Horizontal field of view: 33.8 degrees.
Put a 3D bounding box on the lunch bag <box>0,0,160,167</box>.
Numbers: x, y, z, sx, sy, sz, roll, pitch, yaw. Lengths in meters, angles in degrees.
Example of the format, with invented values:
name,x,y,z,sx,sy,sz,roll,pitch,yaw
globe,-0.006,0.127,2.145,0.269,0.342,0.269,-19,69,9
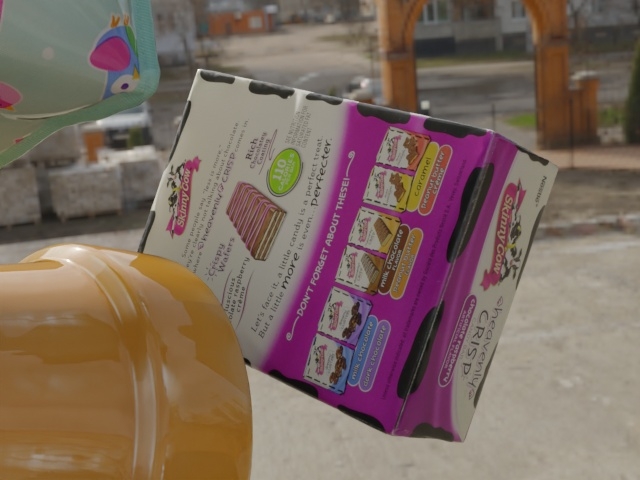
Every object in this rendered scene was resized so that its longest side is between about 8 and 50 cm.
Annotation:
name,x,y,z,sx,sy,sz,roll,pitch,yaw
lunch bag,-0.197,-0.178,0.416,0.160,0.262,0.223,-20,-19,32

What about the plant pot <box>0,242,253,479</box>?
name,x,y,z,sx,sy,sz,roll,pitch,yaw
plant pot,-0.168,0.092,0.484,0.188,0.205,0.205,14,-4,-43

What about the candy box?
name,x,y,z,sx,sy,sz,roll,pitch,yaw
candy box,0.000,0.000,0.605,0.233,0.159,0.071,20,1,42
